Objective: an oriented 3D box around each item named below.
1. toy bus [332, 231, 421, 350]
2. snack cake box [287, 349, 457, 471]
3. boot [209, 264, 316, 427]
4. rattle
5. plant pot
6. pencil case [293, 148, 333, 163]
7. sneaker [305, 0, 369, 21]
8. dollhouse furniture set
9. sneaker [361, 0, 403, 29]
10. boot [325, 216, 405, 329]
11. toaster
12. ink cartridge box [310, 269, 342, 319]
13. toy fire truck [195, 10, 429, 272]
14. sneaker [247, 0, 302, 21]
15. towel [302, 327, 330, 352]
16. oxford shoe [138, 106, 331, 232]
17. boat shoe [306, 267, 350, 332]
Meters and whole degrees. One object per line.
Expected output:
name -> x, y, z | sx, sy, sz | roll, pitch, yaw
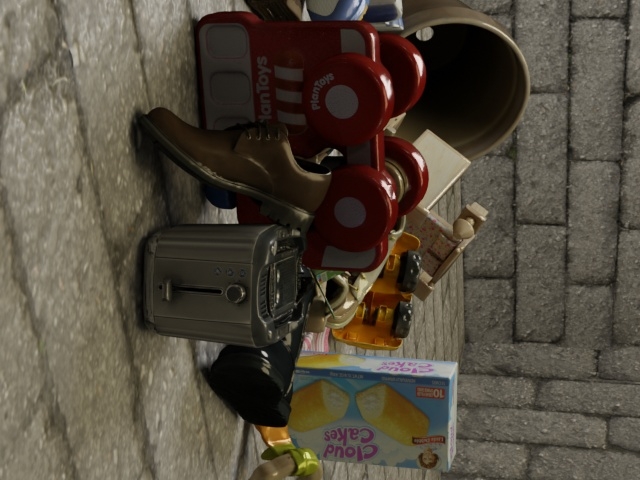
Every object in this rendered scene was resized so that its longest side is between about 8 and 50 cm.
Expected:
toy bus -> 0.089, 0.109, 2.373 | 0.211, 0.149, 0.220 | 105, -5, -69
snack cake box -> 0.073, 0.258, 1.983 | 0.089, 0.264, 0.152 | -40, 132, -73
boot -> -0.071, 0.114, 1.692 | 0.246, 0.094, 0.207 | 71, 25, -65
rattle -> -0.084, 0.337, 1.836 | 0.130, 0.143, 0.199 | -36, 153, -33
plant pot -> 0.225, -0.351, 2.550 | 0.280, 0.323, 0.323 | -97, -179, -54
pencil case -> -0.005, -0.198, 1.770 | 0.410, 0.160, 0.183 | -41, 134, -73
sneaker -> 0.010, -0.454, 1.970 | 0.131, 0.112, 0.296 | 40, 47, -57
dollhouse furniture set -> 0.120, -0.039, 2.456 | 0.174, 0.303, 0.355 | -45, 170, -39
sneaker -> 0.080, -0.461, 2.234 | 0.315, 0.127, 0.182 | -32, 121, -83
boot -> 0.066, 0.037, 2.159 | 0.213, 0.077, 0.165 | -53, 174, -48
toaster -> -0.101, 0.042, 1.417 | 0.227, 0.146, 0.129 | -25, 118, -76
ink cartridge box -> 0.000, 0.000, 1.817 | 0.109, 0.062, 0.209 | 82, -17, -81
toy fire truck -> -0.018, -0.115, 1.512 | 0.169, 0.254, 0.302 | -43, 133, -62
sneaker -> -0.068, -0.343, 1.721 | 0.188, 0.066, 0.071 | 69, 9, -73
towel -> -0.010, 0.208, 2.145 | 0.197, 0.029, 0.144 | -44, 135, -72
oxford shoe -> -0.086, -0.097, 1.372 | 0.096, 0.227, 0.083 | -58, -148, 11
boat shoe -> -0.003, 0.077, 1.985 | 0.302, 0.098, 0.109 | -48, 140, -71
